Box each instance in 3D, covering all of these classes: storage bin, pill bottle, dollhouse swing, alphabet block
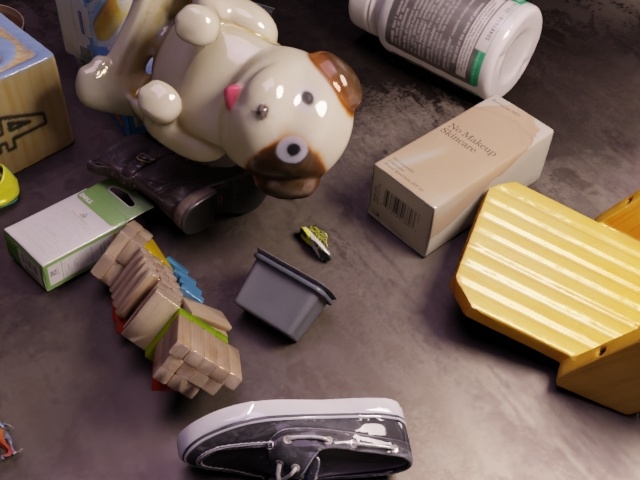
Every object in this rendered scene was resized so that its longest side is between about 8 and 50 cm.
[{"bbox_3d":[-0.058,0.088,1.193,0.135,0.098,0.091,30,80,21],"label":"storage bin"},{"bbox_3d":[0.248,-0.451,1.622,0.361,0.204,0.204,33,54,24],"label":"pill bottle"},{"bbox_3d":[0.422,0.011,1.151,0.305,0.315,0.346,37,50,-8],"label":"dollhouse swing"},{"bbox_3d":[-0.579,-0.249,1.387,0.193,0.197,0.192,-35,59,-30],"label":"alphabet block"}]

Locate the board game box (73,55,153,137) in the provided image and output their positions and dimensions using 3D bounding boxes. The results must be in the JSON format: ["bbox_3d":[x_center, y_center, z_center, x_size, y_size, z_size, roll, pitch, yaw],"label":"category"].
[{"bbox_3d":[-0.294,-0.347,1.570,0.308,0.086,0.302,-22,52,-22],"label":"board game box"}]

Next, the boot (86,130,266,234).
[{"bbox_3d":[-0.227,-0.125,1.336,0.229,0.091,0.263,35,38,24],"label":"boot"}]

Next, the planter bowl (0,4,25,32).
[{"bbox_3d":[-0.657,-0.378,1.558,0.162,0.109,0.162,2,48,-2],"label":"planter bowl"}]

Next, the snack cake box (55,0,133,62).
[{"bbox_3d":[-0.378,-0.470,1.515,0.089,0.152,0.264,27,52,19],"label":"snack cake box"}]

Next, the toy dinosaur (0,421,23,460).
[{"bbox_3d":[-0.422,0.245,1.033,0.047,0.090,0.082,-23,83,-42],"label":"toy dinosaur"}]

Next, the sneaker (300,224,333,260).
[{"bbox_3d":[0.000,0.000,1.307,0.035,0.031,0.083,-25,54,-25],"label":"sneaker"}]

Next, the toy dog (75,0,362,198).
[{"bbox_3d":[-0.132,-0.223,1.252,0.408,0.395,0.284,34,90,39],"label":"toy dog"}]

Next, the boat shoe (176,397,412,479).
[{"bbox_3d":[-0.030,0.273,1.012,0.302,0.108,0.102,0,46,-14],"label":"boat shoe"}]

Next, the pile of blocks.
[{"bbox_3d":[-0.233,0.116,1.155,0.112,0.149,0.362,-50,45,11],"label":"pile of blocks"}]

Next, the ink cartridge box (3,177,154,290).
[{"bbox_3d":[-0.384,-0.016,1.273,0.109,0.062,0.209,36,51,27],"label":"ink cartridge box"}]

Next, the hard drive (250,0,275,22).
[{"bbox_3d":[-0.161,-0.467,1.683,0.135,0.094,0.022,21,50,14],"label":"hard drive"}]

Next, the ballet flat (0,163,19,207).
[{"bbox_3d":[-0.604,-0.057,1.288,0.231,0.077,0.077,-35,59,-30],"label":"ballet flat"}]

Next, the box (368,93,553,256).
[{"bbox_3d":[0.245,-0.119,1.372,0.311,0.121,0.148,-33,57,-29],"label":"box"}]
